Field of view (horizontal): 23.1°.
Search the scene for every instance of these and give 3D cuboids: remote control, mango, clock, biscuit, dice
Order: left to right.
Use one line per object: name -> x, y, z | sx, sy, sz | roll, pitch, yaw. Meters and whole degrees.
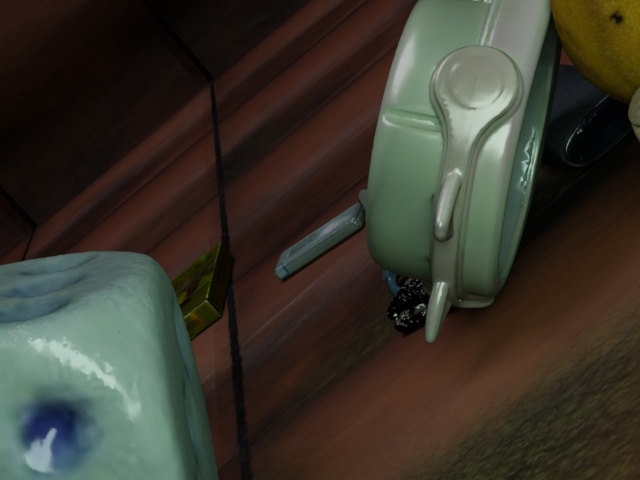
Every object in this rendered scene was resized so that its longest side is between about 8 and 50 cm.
dice -> -0.221, 0.163, 1.158 | 0.264, 0.263, 0.268 | -11, 9, 1
remote control -> 0.000, 0.000, 1.724 | 0.124, 0.018, 0.053 | -34, 15, 23
biscuit -> 0.097, 0.044, 1.335 | 0.089, 0.027, 0.087 | -43, 15, -8
clock -> 0.114, -0.084, 1.224 | 0.265, 0.108, 0.324 | 91, -164, -47
remote control -> 0.213, -0.130, 1.518 | 0.107, 0.044, 0.377 | -48, 15, -2
mango -> 0.259, -0.177, 1.182 | 0.109, 0.262, 0.157 | 23, 100, 54

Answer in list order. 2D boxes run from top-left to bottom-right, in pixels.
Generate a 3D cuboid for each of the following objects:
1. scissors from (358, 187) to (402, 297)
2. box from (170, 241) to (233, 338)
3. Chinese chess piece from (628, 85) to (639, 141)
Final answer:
scissors -> 0.086, -0.019, 1.517 | 0.138, 0.041, 0.289 | -50, 19, -1
box -> -0.165, 0.079, 1.887 | 0.121, 0.030, 0.193 | -37, 14, 13
Chinese chess piece -> 0.270, -0.102, 1.072 | 0.122, 0.051, 0.122 | -41, 16, 15
